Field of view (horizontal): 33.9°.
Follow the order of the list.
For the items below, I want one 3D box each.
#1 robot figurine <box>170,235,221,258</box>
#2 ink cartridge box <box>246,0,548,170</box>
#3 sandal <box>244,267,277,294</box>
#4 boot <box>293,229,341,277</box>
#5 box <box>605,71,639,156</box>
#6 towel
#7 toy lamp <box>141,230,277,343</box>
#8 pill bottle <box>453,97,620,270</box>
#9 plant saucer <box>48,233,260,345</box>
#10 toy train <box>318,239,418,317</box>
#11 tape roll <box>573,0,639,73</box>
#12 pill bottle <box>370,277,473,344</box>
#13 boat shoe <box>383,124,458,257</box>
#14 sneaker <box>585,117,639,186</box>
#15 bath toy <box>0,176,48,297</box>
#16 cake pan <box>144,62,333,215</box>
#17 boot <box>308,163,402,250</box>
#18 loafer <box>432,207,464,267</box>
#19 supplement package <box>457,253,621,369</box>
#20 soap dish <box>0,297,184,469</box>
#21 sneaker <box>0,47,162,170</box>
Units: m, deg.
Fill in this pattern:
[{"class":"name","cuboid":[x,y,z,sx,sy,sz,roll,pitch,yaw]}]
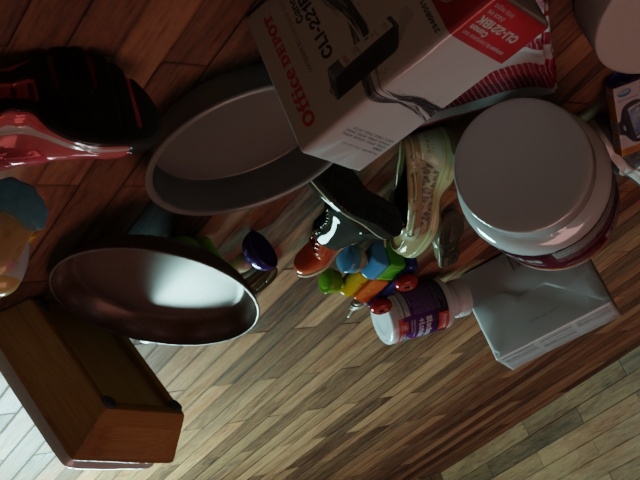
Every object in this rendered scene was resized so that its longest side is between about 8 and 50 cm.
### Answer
[{"class":"robot figurine","cuboid":[-0.201,0.031,1.606,0.101,0.067,0.115,-28,155,17]},{"class":"ink cartridge box","cuboid":[0.072,-0.233,1.128,0.273,0.197,0.114,-37,151,29]},{"class":"sandal","cuboid":[-0.156,0.091,1.810,0.180,0.049,0.072,-38,162,-3]},{"class":"boot","cuboid":[0.000,0.000,1.745,0.158,0.059,0.085,-42,148,20]},{"class":"box","cuboid":[0.504,-0.211,1.685,0.081,0.028,0.136,-21,118,-9]},{"class":"towel","cuboid":[0.184,-0.230,1.364,0.237,0.037,0.329,-14,163,11]},{"class":"toy lamp","cuboid":[-0.197,0.083,1.715,0.275,0.080,0.080,-35,154,20]},{"class":"pill bottle","cuboid":[0.331,-0.078,1.592,0.224,0.224,0.392,-29,165,13]},{"class":"plant saucer","cuboid":[-0.241,0.071,1.553,0.311,0.050,0.310,6,151,3]},{"class":"toy train","cuboid":[0.057,0.083,1.922,0.143,0.105,0.248,6,144,-31]},{"class":"tape roll","cuboid":[0.529,-0.372,1.404,0.392,0.072,0.392,-19,156,-9]},{"class":"pill bottle","cuboid":[0.210,0.139,2.157,0.194,0.108,0.108,-15,155,-19]},{"class":"boat shoe","cuboid":[0.142,-0.075,1.667,0.089,0.104,0.285,-7,141,-16]},{"class":"sneaker","cuboid":[0.584,-0.181,1.800,0.178,0.123,0.295,-41,145,24]},{"class":"bath toy","cuboid":[-0.405,0.002,1.199,0.129,0.151,0.348,-37,-171,-25]},{"class":"cake pan","cuboid":[-0.095,-0.132,1.373,0.293,0.054,0.293,-19,156,-9]},{"class":"boot","cuboid":[0.012,-0.045,1.603,0.137,0.076,0.198,-19,133,40]},{"class":"loafer","cuboid":[0.228,-0.010,1.935,0.056,0.050,0.148,-19,141,-18]},{"class":"supplement package","cuboid":[0.462,0.118,2.219,0.262,0.204,0.145,-29,155,14]},{"class":"soap dish","cuboid":[-0.357,0.217,1.620,0.118,0.291,0.229,-50,149,12]},{"class":"sneaker","cuboid":[-0.332,-0.129,1.132,0.314,0.116,0.136,-1,159,-28]}]
